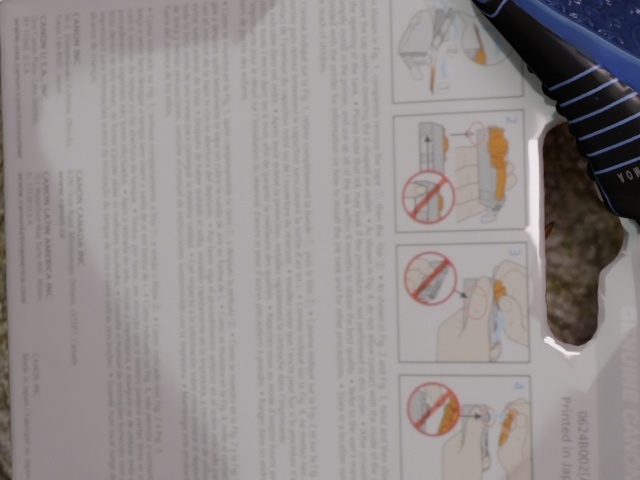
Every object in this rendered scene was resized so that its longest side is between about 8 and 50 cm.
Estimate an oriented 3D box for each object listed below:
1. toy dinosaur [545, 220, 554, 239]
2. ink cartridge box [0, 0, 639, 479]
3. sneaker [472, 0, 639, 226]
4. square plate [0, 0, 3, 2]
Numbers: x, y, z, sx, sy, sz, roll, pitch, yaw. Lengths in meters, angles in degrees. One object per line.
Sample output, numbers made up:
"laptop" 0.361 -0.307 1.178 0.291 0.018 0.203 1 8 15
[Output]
"toy dinosaur" 0.077 -0.010 0.705 0.112 0.064 0.212 8 84 43
"ink cartridge box" 0.000 0.000 0.681 0.384 0.091 0.308 -1 89 14
"sneaker" 0.147 -0.066 0.561 0.232 0.081 0.090 45 138 27
"square plate" -0.047 -0.279 0.764 0.347 0.049 0.344 18 98 26
